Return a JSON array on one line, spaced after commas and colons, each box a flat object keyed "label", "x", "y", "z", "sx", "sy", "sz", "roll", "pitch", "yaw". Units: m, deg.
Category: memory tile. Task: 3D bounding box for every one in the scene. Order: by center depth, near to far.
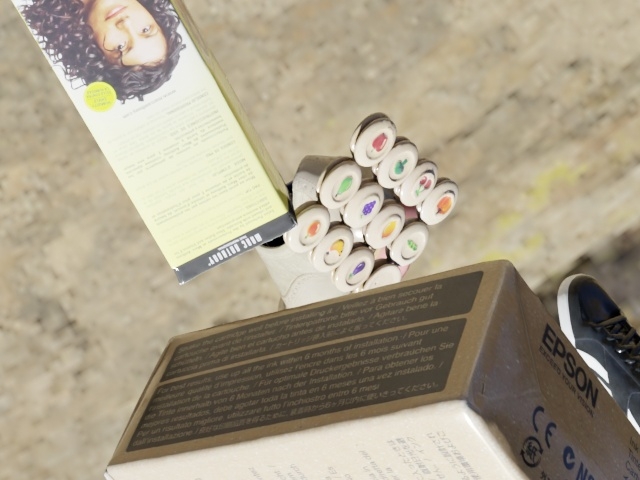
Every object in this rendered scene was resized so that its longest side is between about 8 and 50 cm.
[{"label": "memory tile", "x": 0.038, "y": -0.018, "z": 1.327, "sx": 0.113, "sy": 0.012, "sz": 0.148, "roll": -52, "pitch": 145, "yaw": 0}]

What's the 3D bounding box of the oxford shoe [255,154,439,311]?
[{"label": "oxford shoe", "x": 0.000, "y": 0.000, "z": 1.663, "sx": 0.348, "sy": 0.130, "sz": 0.123, "roll": 124, "pitch": -12, "yaw": -65}]

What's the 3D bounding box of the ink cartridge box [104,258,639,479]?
[{"label": "ink cartridge box", "x": 0.053, "y": 0.129, "z": 0.856, "sx": 0.193, "sy": 0.088, "sz": 0.234, "roll": -13, "pitch": 129, "yaw": 35}]

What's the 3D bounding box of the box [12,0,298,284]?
[{"label": "box", "x": -0.103, "y": -0.092, "z": 1.157, "sx": 0.087, "sy": 0.058, "sz": 0.232, "roll": -27, "pitch": 116, "yaw": 7}]

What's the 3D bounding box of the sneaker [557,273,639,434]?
[{"label": "sneaker", "x": 0.322, "y": 0.122, "z": 1.866, "sx": 0.079, "sy": 0.217, "sz": 0.121, "roll": -22, "pitch": 179, "yaw": -42}]
